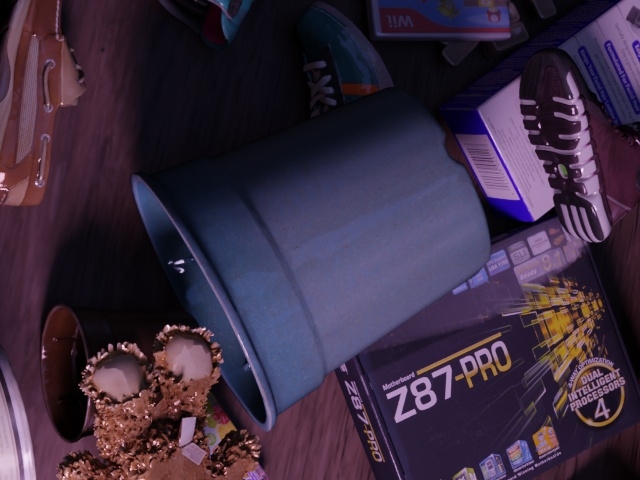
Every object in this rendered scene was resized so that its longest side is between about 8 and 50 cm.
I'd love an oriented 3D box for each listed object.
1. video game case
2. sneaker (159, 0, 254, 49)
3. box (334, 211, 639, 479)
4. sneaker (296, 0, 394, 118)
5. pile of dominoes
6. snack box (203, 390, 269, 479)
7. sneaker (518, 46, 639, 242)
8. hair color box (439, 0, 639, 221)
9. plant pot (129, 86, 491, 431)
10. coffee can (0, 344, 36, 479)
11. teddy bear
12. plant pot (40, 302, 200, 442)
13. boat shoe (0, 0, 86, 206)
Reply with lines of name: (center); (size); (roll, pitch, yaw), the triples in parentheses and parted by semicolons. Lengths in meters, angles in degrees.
video game case: (0.151, -0.413, 2.040); (0.204, 0.025, 0.285); (-3, 81, -20)
sneaker: (-0.089, -0.328, 1.903); (0.295, 0.124, 0.178); (10, 79, -15)
box: (0.224, 0.172, 2.016); (0.395, 0.097, 0.318); (-22, 93, -23)
sneaker: (0.034, -0.160, 1.950); (0.121, 0.108, 0.302); (-34, 104, -22)
pile of dominoes: (0.202, -0.377, 2.087); (0.196, 0.040, 0.251); (-24, 88, -21)
snack box: (-0.145, 0.276, 1.891); (0.100, 0.037, 0.141); (-36, 100, -19)
sneaker: (0.366, -0.151, 1.981); (0.162, 0.106, 0.281); (-33, 120, -27)
hair color box: (0.348, -0.196, 2.073); (0.339, 0.110, 0.185); (-36, 110, -19)
plant pot: (0.000, 0.000, 1.777); (0.334, 0.341, 0.341); (-27, 97, -12)
coffee can: (-0.479, 0.239, 1.668); (0.275, 0.201, 0.201); (-11, 91, -22)
teddy bear: (-0.190, 0.256, 1.738); (0.245, 0.113, 0.338); (-37, 124, -28)
plant pot: (-0.234, 0.154, 1.805); (0.165, 0.167, 0.167); (-2, 87, -30)
boat shoe: (-0.350, -0.194, 1.804); (0.120, 0.122, 0.324); (15, 89, -26)
